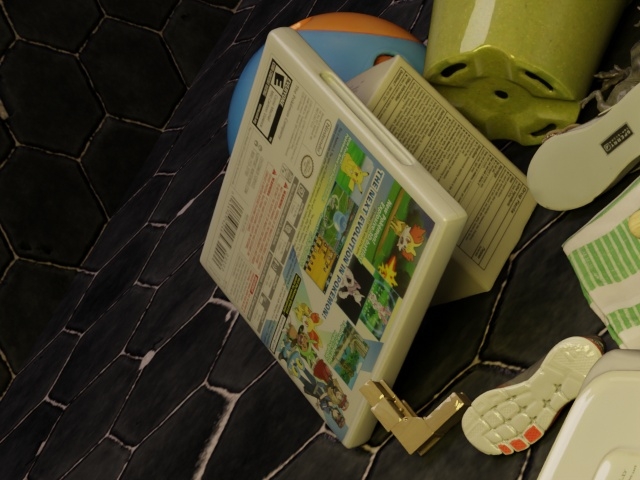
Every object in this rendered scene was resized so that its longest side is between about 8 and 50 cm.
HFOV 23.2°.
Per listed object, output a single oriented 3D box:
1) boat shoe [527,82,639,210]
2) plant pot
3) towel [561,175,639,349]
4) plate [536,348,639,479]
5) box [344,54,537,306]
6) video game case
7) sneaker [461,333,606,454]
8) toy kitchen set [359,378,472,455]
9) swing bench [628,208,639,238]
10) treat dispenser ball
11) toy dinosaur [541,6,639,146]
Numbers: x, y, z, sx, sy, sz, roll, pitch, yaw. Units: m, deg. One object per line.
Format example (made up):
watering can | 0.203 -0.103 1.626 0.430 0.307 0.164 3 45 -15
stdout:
boat shoe | 0.301 -0.097 1.572 0.070 0.077 0.219 -18 -12 -44
plant pot | 0.232 -0.259 1.794 0.276 0.276 0.254 -23 42 53
towel | 0.332 -0.002 1.346 0.248 0.038 0.325 -44 19 13
plate | 0.228 0.193 1.122 0.277 0.045 0.278 -61 23 -16
box | 0.098 -0.060 1.684 0.127 0.232 0.148 -21 32 55
video game case | 0.000 0.000 1.593 0.036 0.300 0.329 -15 -39 -36
sneaker | 0.196 0.136 1.380 0.158 0.061 0.065 -38 -6 29
toy kitchen set | 0.099 0.156 1.524 0.075 0.083 0.068 -45 -23 12
swing bench | 0.373 -0.007 0.913 0.165 0.253 0.255 -57 19 -24
treat dispenser ball | 0.029 -0.134 1.908 0.288 0.288 0.288 -42 19 18
toy dinosaur | 0.345 -0.183 1.655 0.268 0.064 0.118 -42 26 13
